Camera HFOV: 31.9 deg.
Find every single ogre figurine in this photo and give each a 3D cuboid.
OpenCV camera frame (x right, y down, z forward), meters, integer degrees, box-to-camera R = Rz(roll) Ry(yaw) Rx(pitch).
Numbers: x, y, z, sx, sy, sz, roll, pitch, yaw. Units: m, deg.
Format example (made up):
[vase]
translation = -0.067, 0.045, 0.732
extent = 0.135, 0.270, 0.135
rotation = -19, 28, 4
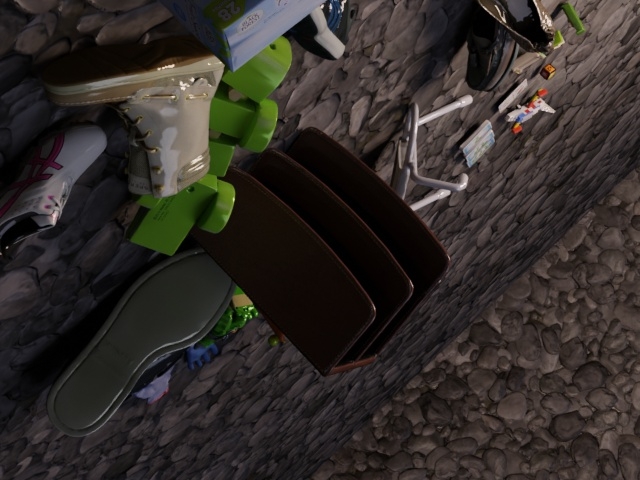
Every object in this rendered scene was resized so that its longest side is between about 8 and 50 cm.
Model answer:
[ogre figurine]
translation = -0.147, 0.089, 1.725
extent = 0.096, 0.197, 0.118
rotation = 18, 139, -28

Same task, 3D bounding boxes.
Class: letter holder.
[letter holder]
translation = 0.000, 0.000, 1.543
extent = 0.214, 0.302, 0.152
rotation = -52, 160, 19

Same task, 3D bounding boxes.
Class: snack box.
[snack box]
translation = -0.079, -0.273, 0.962
extent = 0.174, 0.207, 0.070
rotation = -41, 161, -14

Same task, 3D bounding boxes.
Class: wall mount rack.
[wall mount rack]
translation = 0.184, -0.096, 1.943
extent = 0.304, 0.130, 0.350
rotation = -82, -178, -53

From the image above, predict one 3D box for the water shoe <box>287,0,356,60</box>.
[water shoe]
translation = -0.009, -0.283, 1.329
extent = 0.080, 0.072, 0.203
rotation = -66, 166, -4

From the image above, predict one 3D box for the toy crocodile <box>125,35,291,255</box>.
[toy crocodile]
translation = -0.141, -0.113, 1.344
extent = 0.115, 0.105, 0.341
rotation = 17, 128, -21

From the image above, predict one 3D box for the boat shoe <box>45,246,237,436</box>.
[boat shoe]
translation = -0.258, 0.140, 1.604
extent = 0.340, 0.127, 0.113
rotation = -51, -169, -17

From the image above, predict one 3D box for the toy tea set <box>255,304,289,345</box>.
[toy tea set]
translation = 0.016, 0.052, 1.957
extent = 0.200, 0.124, 0.336
rotation = -27, 154, -42

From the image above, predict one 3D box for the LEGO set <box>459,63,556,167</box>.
[LEGO set]
translation = 0.384, -0.238, 2.226
extent = 0.244, 0.060, 0.182
rotation = -46, 165, 2

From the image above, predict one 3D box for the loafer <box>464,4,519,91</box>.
[loafer]
translation = 0.265, -0.346, 1.736
extent = 0.084, 0.096, 0.268
rotation = -9, 138, -28

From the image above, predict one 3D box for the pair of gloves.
[pair of gloves]
translation = -0.241, 0.205, 1.906
extent = 0.198, 0.023, 0.159
rotation = -38, 162, -17

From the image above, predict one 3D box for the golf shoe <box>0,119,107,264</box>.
[golf shoe]
translation = -0.291, -0.049, 1.178
extent = 0.186, 0.086, 0.067
rotation = -42, 159, -13

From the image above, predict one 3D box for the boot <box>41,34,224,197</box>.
[boot]
translation = -0.193, -0.120, 1.166
extent = 0.213, 0.077, 0.165
rotation = -19, 131, -41

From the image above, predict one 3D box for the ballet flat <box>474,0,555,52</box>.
[ballet flat]
translation = 0.275, -0.346, 1.632
extent = 0.084, 0.058, 0.250
rotation = -38, 136, 15

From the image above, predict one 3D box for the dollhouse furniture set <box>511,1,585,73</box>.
[dollhouse furniture set]
translation = 0.401, -0.367, 2.041
extent = 0.151, 0.059, 0.076
rotation = -31, 174, 22
